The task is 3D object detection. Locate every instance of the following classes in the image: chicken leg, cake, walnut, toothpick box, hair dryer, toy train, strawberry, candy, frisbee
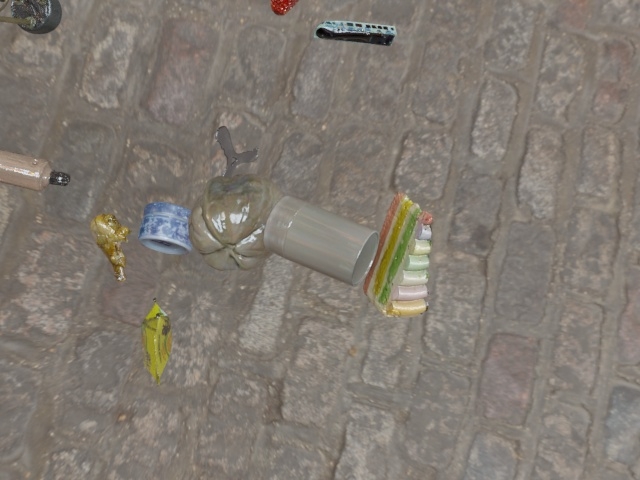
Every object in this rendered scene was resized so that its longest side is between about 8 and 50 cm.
[{"bbox_3d":[-0.565,0.019,1.847,0.101,0.085,0.207,-8,116,4],"label":"chicken leg"},{"bbox_3d":[0.140,0.035,1.222,0.090,0.109,0.225,-11,119,-23],"label":"cake"},{"bbox_3d":[-0.171,-0.043,1.395,0.224,0.224,0.224,1,84,-10],"label":"walnut"},{"bbox_3d":[0.000,0.000,1.180,0.180,0.111,0.111,22,80,19],"label":"toothpick box"},{"bbox_3d":[-0.342,-0.075,0.670,0.181,0.117,0.064,14,44,-4],"label":"hair dryer"},{"bbox_3d":[0.083,-0.510,1.643,0.207,0.043,0.047,-1,62,-18],"label":"toy train"},{"bbox_3d":[-0.064,-0.461,1.247,0.073,0.073,0.083,9,100,-10],"label":"strawberry"},{"bbox_3d":[-0.436,0.260,1.778,0.081,0.297,0.187,-1,92,-12],"label":"candy"},{"bbox_3d":[-0.232,-0.218,1.837,0.012,0.187,0.211,22,115,29],"label":"frisbee"}]

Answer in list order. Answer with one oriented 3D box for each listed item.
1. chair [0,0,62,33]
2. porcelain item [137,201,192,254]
[{"bbox_3d":[-0.595,-0.460,1.259,0.095,0.221,0.104,40,103,12],"label":"chair"},{"bbox_3d":[-0.410,-0.035,1.805,0.147,0.147,0.114,12,72,-9],"label":"porcelain item"}]
